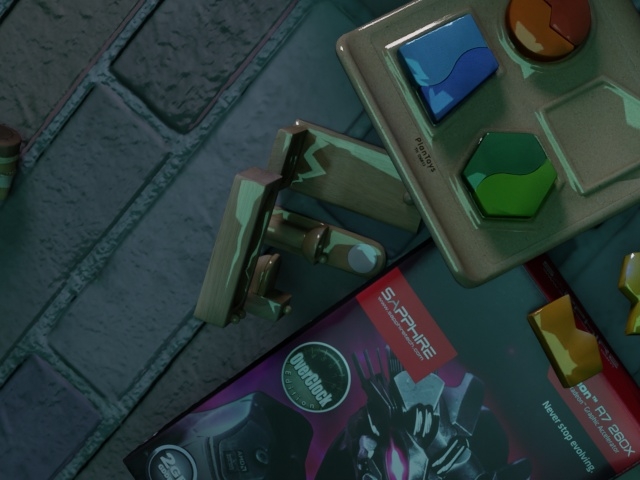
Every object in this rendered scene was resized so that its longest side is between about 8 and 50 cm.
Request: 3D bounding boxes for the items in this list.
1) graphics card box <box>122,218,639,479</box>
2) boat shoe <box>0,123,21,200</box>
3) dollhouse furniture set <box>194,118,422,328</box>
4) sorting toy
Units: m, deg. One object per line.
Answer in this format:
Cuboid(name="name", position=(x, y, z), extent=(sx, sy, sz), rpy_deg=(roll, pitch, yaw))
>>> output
Cuboid(name="graphics card box", position=(0.055, 0.160, 1.221), extent=(0.371, 0.094, 0.233), rpy_deg=(-35, 88, 16))
Cuboid(name="boat shoe", position=(-0.350, -0.078, 1.299), extent=(0.190, 0.068, 0.072), rpy_deg=(18, 113, 10))
Cuboid(name="dollhouse furniture set", position=(0.000, 0.000, 1.182), extent=(0.123, 0.151, 0.144), rpy_deg=(20, 104, 10))
Cuboid(name="sorting toy", position=(0.176, -0.062, 1.131), extent=(0.229, 0.041, 0.307), rpy_deg=(-27, 86, -10))
